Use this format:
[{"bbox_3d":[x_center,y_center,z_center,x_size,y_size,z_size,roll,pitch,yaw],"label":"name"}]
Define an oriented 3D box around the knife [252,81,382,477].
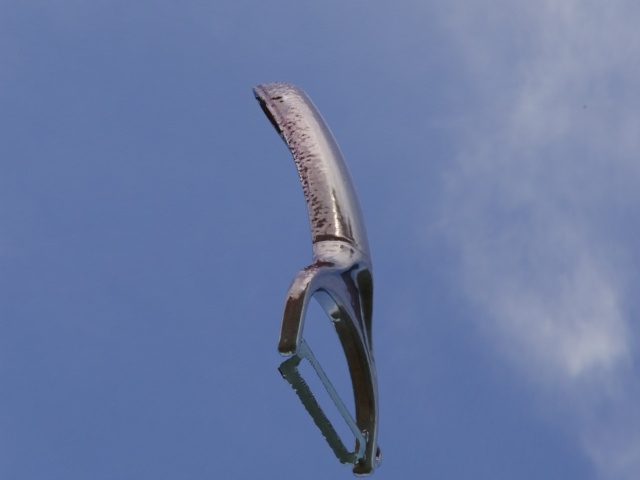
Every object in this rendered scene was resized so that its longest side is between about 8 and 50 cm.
[{"bbox_3d":[0.002,-0.001,0.953,0.053,0.278,0.123,-18,-49,7],"label":"knife"}]
